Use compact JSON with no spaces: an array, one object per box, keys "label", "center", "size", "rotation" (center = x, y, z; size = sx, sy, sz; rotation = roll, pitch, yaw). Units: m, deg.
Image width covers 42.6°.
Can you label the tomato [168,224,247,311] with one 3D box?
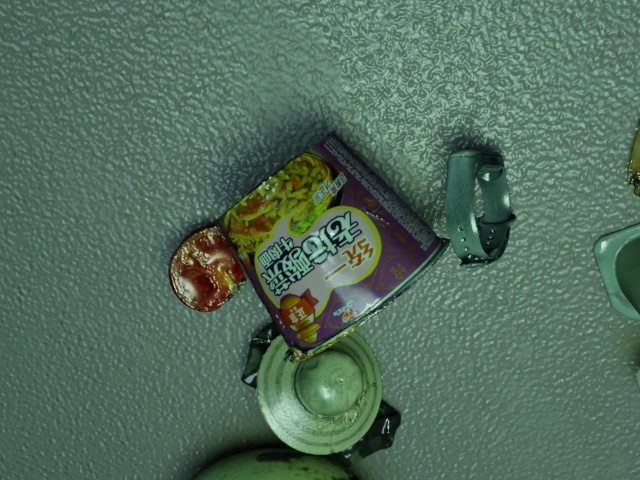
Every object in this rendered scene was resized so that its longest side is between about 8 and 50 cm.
[{"label":"tomato","center":[-0.207,0.048,1.497],"size":[0.139,0.091,0.159],"rotation":[41,80,-18]}]

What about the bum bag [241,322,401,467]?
[{"label":"bum bag","center":[-0.001,0.295,1.553],"size":[0.340,0.095,0.144],"rotation":[41,79,-10]}]

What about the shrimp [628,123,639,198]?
[{"label":"shrimp","center":[0.575,-0.156,1.396],"size":[0.099,0.041,0.180],"rotation":[12,108,-15]}]

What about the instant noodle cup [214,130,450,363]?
[{"label":"instant noodle cup","center":[0.000,0.000,1.351],"size":[0.340,0.340,0.266],"rotation":[-37,94,15]}]

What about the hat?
[{"label":"hat","center":[0.019,0.253,1.462],"size":[0.252,0.110,0.252],"rotation":[6,75,-21]}]

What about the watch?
[{"label":"watch","center":[0.267,-0.053,1.370],"size":[0.068,0.206,0.193],"rotation":[-4,91,30]}]

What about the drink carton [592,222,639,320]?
[{"label":"drink carton","center":[0.600,0.076,1.390],"size":[0.185,0.189,0.191],"rotation":[-21,106,5]}]

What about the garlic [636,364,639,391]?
[{"label":"garlic","center":[0.689,0.238,1.447],"size":[0.281,0.184,0.203],"rotation":[-2,144,-13]}]

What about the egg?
[{"label":"egg","center":[-0.086,0.557,1.517],"size":[0.428,0.345,0.345],"rotation":[4,109,15]}]
